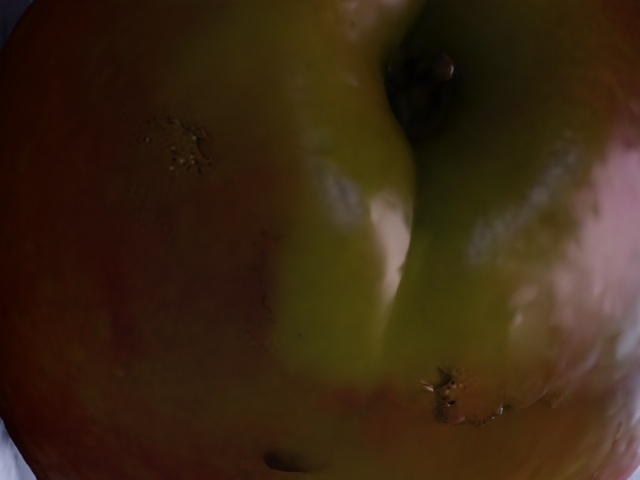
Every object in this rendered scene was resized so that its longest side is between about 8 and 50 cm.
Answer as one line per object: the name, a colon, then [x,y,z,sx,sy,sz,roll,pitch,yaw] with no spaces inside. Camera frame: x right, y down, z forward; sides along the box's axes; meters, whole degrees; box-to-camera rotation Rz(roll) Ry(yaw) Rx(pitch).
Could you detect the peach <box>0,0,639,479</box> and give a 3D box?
peach: [0.000,0.000,0.873,0.370,0.370,0.370,6,90,-80]
